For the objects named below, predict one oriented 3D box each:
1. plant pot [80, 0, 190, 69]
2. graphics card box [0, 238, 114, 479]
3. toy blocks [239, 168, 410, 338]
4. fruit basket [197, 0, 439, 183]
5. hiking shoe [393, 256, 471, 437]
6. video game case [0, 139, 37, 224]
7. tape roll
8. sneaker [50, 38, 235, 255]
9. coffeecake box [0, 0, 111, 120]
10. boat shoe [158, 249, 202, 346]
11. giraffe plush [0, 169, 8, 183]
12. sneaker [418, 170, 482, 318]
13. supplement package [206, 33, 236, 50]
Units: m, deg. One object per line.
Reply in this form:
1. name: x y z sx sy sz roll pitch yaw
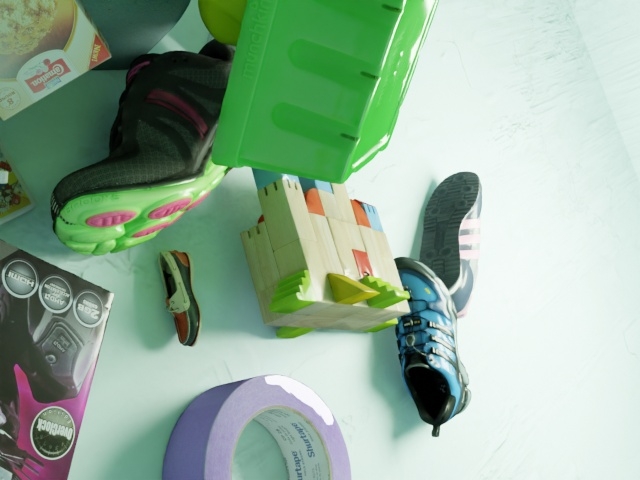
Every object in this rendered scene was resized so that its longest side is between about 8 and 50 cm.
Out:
1. plant pot: -0.295 -0.375 1.083 0.248 0.252 0.247 -16 88 -50
2. graphics card box: -0.366 0.185 0.882 0.233 0.094 0.371 33 53 -40
3. toy blocks: 0.000 0.000 1.342 0.381 0.190 0.261 13 56 -57
4. fruit basket: -0.051 -0.295 1.084 0.392 0.392 0.283 62 33 -10
5. hiking shoe: 0.184 0.175 1.488 0.304 0.113 0.132 69 23 -1
6. video game case: -0.457 -0.084 0.957 0.227 0.026 0.206 -38 104 -50
7. tape roll: -0.079 0.325 1.169 0.275 0.090 0.275 23 58 -42
8. sneaker: -0.220 -0.139 1.157 0.202 0.185 0.483 50 34 -9
9. coffeecake box: -0.341 -0.249 0.933 0.185 0.142 0.068 59 -1 -30
10. boat shoe: -0.194 0.079 1.171 0.043 0.049 0.137 6 68 -44
11. giraffe plush: -0.430 -0.140 0.883 0.210 0.181 0.170 16 41 -33
12. sneaker: 0.266 0.009 1.694 0.131 0.112 0.319 57 42 -41
13. supplement package: -0.038 -0.322 1.434 0.262 0.145 0.204 34 52 -35
